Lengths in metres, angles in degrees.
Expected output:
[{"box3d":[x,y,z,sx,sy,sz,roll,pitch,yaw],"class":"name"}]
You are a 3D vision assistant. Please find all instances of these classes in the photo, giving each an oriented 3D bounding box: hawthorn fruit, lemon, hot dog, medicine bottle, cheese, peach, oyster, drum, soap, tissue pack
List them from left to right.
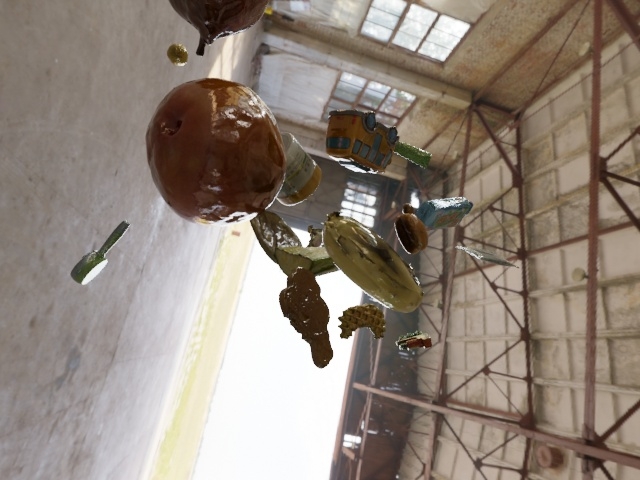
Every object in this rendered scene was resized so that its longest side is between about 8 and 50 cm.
[{"box3d":[-0.715,0.042,1.315,0.253,0.049,0.130,-47,-173,19],"class":"drum"},{"box3d":[-0.443,-0.576,1.268,0.092,0.065,0.065,41,-63,62],"class":"lemon"},{"box3d":[-0.248,-0.206,0.956,0.301,0.342,0.343,10,96,-58],"class":"peach"},{"box3d":[-0.266,-0.689,1.047,0.308,0.308,0.325,120,-9,-58],"class":"hawthorn fruit"},{"box3d":[-0.149,-0.313,1.797,0.238,0.232,0.238,-22,-136,23],"class":"medicine bottle"},{"box3d":[0.000,0.000,2.087,0.191,0.163,0.081,66,-13,-8],"class":"oyster"},{"box3d":[0.124,0.045,1.068,0.128,0.316,0.259,-45,-160,8],"class":"cheese"},{"box3d":[0.256,-0.033,1.159,0.140,0.060,0.090,61,-34,6],"class":"hot dog"},{"box3d":[0.555,-0.120,1.857,0.077,0.293,0.156,62,-33,31],"class":"soap"},{"box3d":[0.588,0.057,1.445,0.122,0.193,0.026,-129,-125,-66],"class":"tissue pack"}]

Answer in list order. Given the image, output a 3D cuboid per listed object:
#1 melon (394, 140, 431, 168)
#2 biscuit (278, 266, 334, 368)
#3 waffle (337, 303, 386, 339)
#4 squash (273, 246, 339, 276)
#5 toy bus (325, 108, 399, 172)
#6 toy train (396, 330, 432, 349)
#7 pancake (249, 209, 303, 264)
[{"box3d":[0.257,-0.313,1.389,0.114,0.261,0.053,-5,121,-66],"class":"melon"},{"box3d":[-0.038,0.229,1.243,0.047,0.183,0.320,-39,-114,36],"class":"biscuit"},{"box3d":[0.162,0.323,1.579,0.051,0.194,0.149,177,-96,-76],"class":"waffle"},{"box3d":[-0.001,0.073,1.501,0.203,0.288,0.111,15,-72,37],"class":"squash"},{"box3d":[0.108,-0.255,1.085,0.126,0.209,0.136,15,-89,43],"class":"toy bus"},{"box3d":[0.499,0.543,2.189,0.118,0.176,0.074,-125,-159,-80],"class":"toy train"},{"box3d":[-0.176,-0.016,1.657,0.049,0.294,0.294,-42,-157,22],"class":"pancake"}]
